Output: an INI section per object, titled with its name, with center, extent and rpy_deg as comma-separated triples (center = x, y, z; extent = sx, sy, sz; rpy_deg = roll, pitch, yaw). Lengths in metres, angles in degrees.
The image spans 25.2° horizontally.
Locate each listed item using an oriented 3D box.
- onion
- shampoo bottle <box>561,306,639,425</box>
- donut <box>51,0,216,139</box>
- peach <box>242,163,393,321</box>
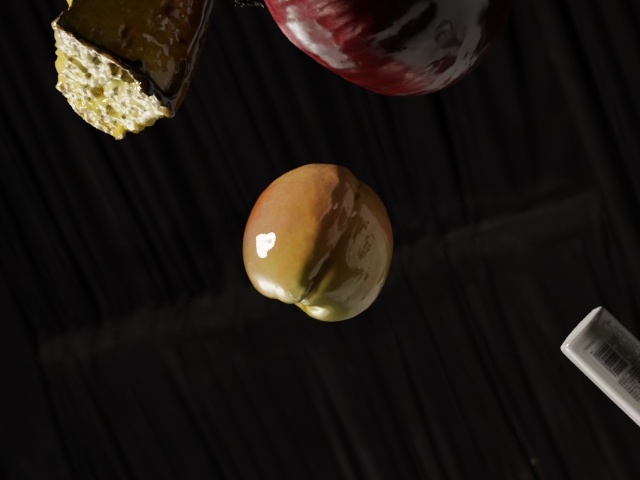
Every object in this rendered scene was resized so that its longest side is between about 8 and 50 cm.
[onion]
center = 0.076, -0.255, 1.140
extent = 0.285, 0.273, 0.273
rpy_deg = -23, 23, 33
[shampoo bottle]
center = 0.442, 0.197, 1.979
extent = 0.086, 0.227, 0.056
rpy_deg = -47, -1, -15
[donut]
center = -0.170, -0.194, 0.960
extent = 0.152, 0.259, 0.101
rpy_deg = -53, 3, -35
[peach]
center = 0.000, 0.000, 1.671
extent = 0.184, 0.184, 0.184
rpy_deg = -17, 28, 10
